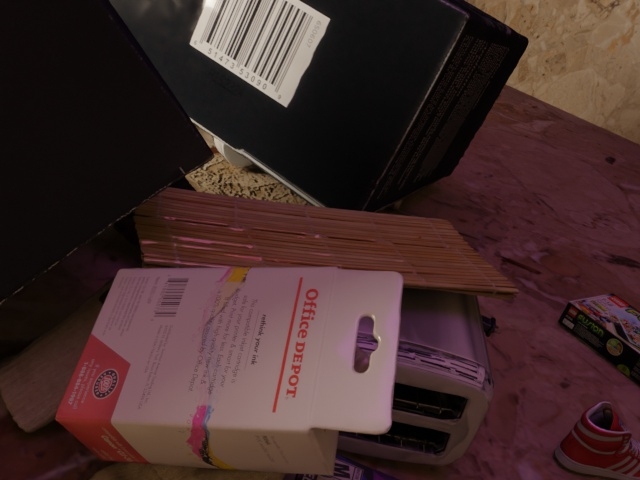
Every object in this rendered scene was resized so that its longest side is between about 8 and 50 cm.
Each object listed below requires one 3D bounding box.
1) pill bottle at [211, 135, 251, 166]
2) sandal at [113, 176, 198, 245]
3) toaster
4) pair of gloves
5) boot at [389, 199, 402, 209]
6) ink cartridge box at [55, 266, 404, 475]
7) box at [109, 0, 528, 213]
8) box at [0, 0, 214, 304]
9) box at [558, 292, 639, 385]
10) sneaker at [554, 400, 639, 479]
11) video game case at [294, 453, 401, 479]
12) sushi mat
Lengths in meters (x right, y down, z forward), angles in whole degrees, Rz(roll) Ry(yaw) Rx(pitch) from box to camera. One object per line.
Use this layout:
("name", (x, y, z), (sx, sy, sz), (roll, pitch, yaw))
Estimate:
("pill bottle", (-0.136, -0.175, 1.040), (0.078, 0.078, 0.137), (6, 29, -23))
("sandal", (-0.183, -0.025, 0.728), (0.303, 0.086, 0.120), (40, 25, 9))
("toaster", (0.058, 0.102, 0.575), (0.227, 0.129, 0.146), (14, 30, -6))
("pair of gloves", (-0.105, 0.100, 0.482), (0.240, 0.042, 0.204), (31, 62, 33))
("boot", (0.088, -0.074, 1.034), (0.087, 0.042, 0.118), (29, 34, 5))
("ink cartridge box", (-0.046, 0.080, 0.412), (0.198, 0.067, 0.115), (-1, 49, 15))
("box", (0.009, -0.302, 0.996), (0.480, 0.297, 0.472), (35, 23, 14))
("box", (-0.300, -0.109, 0.513), (0.312, 0.179, 0.343), (-35, 42, -3))
("box", (0.418, 0.144, 0.822), (0.114, 0.036, 0.207), (-4, 34, -38))
("sneaker", (0.287, 0.190, 0.614), (0.118, 0.067, 0.042), (10, 28, -17))
("video game case", (0.057, 0.247, 0.387), (0.210, 0.042, 0.232), (22, 26, 5))
("sushi mat", (0.000, 0.000, 0.565), (0.316, 0.019, 0.151), (6, 26, -18))
